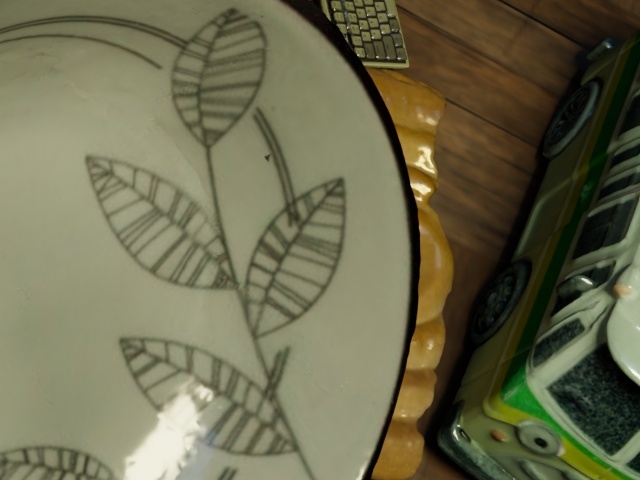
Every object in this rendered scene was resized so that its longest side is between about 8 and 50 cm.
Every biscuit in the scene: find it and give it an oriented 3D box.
[{"bbox_3d":[0.000,0.000,0.849,0.145,0.033,0.224,18,62,-20],"label":"biscuit"}]

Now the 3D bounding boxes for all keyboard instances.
[{"bbox_3d":[0.015,-0.154,0.929,0.049,0.015,0.129,-2,71,-28],"label":"keyboard"}]

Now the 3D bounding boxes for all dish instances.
[{"bbox_3d":[-0.105,0.034,0.652,0.316,0.106,0.316,-16,114,-41],"label":"dish"}]

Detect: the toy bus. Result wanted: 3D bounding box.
[{"bbox_3d":[0.181,0.005,0.860,0.134,0.165,0.276,31,58,-11],"label":"toy bus"}]
